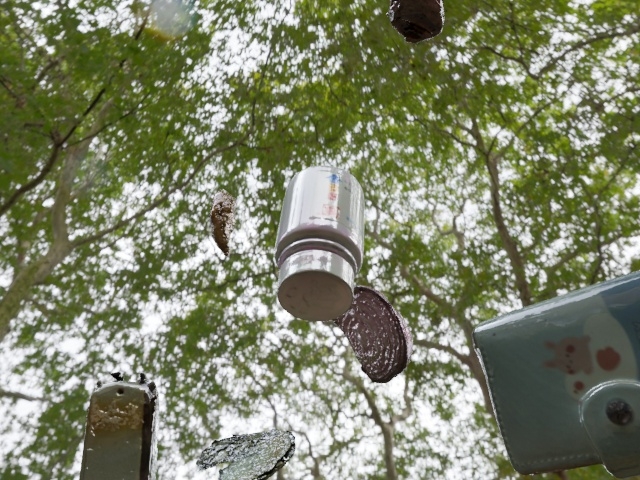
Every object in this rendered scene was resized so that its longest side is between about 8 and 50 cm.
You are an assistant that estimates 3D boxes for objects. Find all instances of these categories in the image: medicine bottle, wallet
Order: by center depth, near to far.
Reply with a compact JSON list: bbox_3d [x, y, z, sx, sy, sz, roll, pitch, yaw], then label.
[{"bbox_3d":[0.389,0.174,0.736,0.360,0.252,0.083,-28,-36,32],"label":"wallet"},{"bbox_3d":[0.000,0.000,1.072,0.170,0.293,0.170,3,-47,3],"label":"medicine bottle"}]

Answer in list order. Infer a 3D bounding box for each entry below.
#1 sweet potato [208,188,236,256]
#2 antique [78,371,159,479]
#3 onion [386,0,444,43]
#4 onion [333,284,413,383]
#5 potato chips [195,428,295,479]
[{"bbox_3d":[-0.214,-0.047,1.222,0.060,0.206,0.068,26,-48,-37],"label":"sweet potato"},{"bbox_3d":[-0.369,0.389,1.030,0.125,0.284,0.150,2,-28,-12],"label":"antique"},{"bbox_3d":[0.164,-0.467,0.801,0.348,0.348,0.385,12,-100,-10],"label":"onion"},{"bbox_3d":[0.159,0.217,1.411,0.111,0.250,0.247,-17,-24,-33],"label":"onion"},{"bbox_3d":[-0.152,0.425,1.088,0.220,0.202,0.029,-5,-73,51],"label":"potato chips"}]
